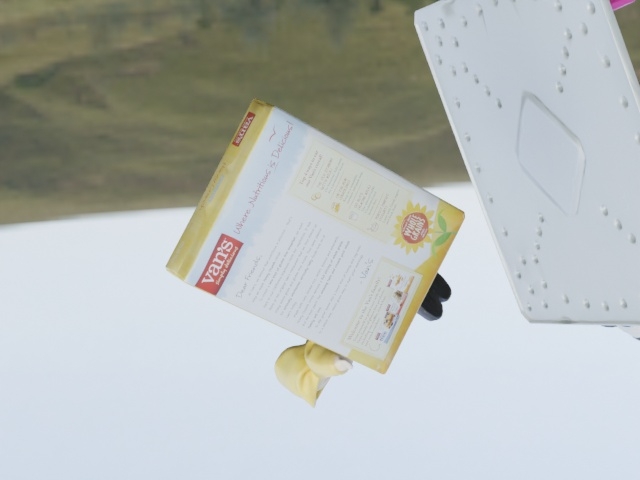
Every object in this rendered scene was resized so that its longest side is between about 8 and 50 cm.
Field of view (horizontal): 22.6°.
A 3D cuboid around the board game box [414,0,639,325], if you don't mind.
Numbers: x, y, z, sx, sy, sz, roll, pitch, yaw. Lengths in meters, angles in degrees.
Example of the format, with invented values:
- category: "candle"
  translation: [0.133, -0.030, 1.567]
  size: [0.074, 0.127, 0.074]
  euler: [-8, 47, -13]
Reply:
- category: "board game box"
  translation: [0.262, -0.099, 1.706]
  size: [0.050, 0.390, 0.390]
  euler: [-23, -174, -20]

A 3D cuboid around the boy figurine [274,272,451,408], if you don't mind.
- category: "boy figurine"
  translation: [0.043, 0.136, 2.183]
  size: [0.285, 0.092, 0.177]
  euler: [-41, -170, 29]

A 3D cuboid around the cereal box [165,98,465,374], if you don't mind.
- category: "cereal box"
  translation: [0.000, 0.000, 1.442]
  size: [0.240, 0.173, 0.047]
  euler: [28, 180, -32]

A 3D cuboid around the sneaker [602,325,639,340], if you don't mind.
- category: "sneaker"
  translation: [0.356, 0.062, 1.975]
  size: [0.081, 0.080, 0.211]
  euler: [35, 176, -12]
